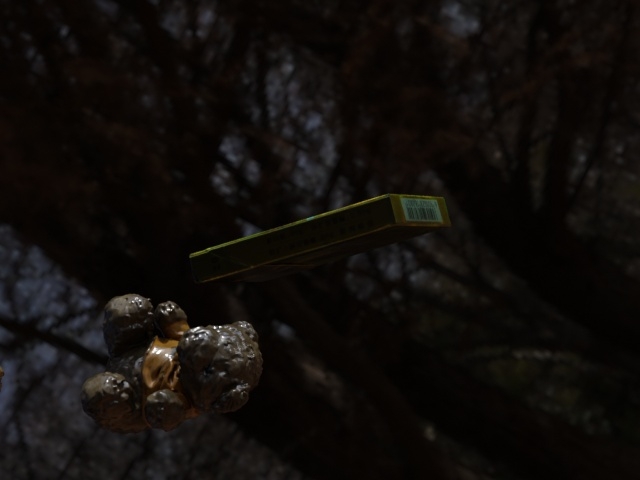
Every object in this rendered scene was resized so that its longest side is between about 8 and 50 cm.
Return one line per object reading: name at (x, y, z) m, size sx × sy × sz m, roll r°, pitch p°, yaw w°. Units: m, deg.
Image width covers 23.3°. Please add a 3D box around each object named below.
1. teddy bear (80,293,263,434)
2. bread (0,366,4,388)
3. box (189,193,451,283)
teddy bear at (-0.160, 0.150, 1.758) m, size 0.177 × 0.190 × 0.140 m, roll -85°, pitch -18°, yaw -44°
bread at (-0.414, 0.172, 1.385) m, size 0.274 × 0.114 × 0.185 m, roll 19°, pitch -104°, yaw -60°
box at (0.000, 0.000, 1.318) m, size 0.121 × 0.193 × 0.030 m, roll 1°, pitch -107°, yaw -64°
